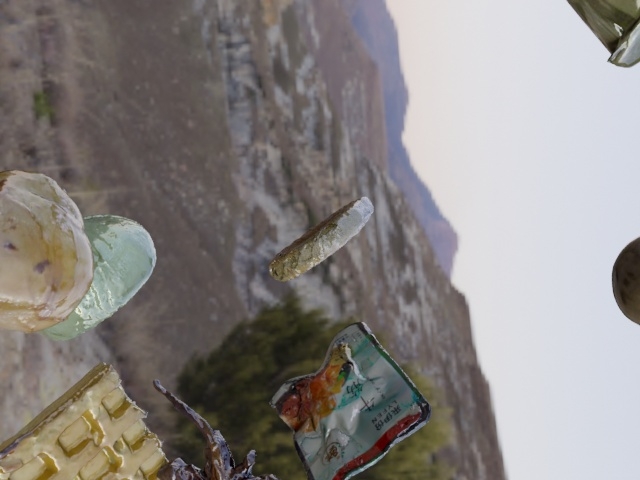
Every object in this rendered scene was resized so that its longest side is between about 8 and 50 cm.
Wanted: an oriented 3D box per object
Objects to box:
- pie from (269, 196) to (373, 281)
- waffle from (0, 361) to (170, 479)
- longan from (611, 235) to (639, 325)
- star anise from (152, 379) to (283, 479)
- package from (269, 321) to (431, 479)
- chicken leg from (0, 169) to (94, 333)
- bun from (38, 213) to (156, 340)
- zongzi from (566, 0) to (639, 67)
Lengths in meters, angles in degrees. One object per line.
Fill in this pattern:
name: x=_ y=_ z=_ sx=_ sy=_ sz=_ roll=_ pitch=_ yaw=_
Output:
pie: x=0.000 y=0.000 z=1.558 sx=0.046 sy=0.195 sz=0.195 roll=54 pitch=4 yaw=-3
waffle: x=-0.387 y=0.413 z=1.699 sx=0.304 sy=0.077 sz=0.348 roll=-40 pitch=121 yaw=-32
longan: x=0.366 y=0.041 z=1.111 sx=0.113 sy=0.092 sz=0.113 roll=179 pitch=-90 yaw=-78
star anise: x=-0.107 y=0.215 z=0.981 sx=0.191 sy=0.097 sz=0.070 roll=48 pitch=-10 yaw=15
package: x=0.024 y=0.189 z=1.212 sx=0.040 sy=0.166 sz=0.232 roll=49 pitch=2 yaw=-29
chicken leg: x=-0.206 y=-0.002 z=0.498 sx=0.085 sy=0.207 sz=0.101 roll=-53 pitch=-126 yaw=27
bun: x=-0.309 y=0.036 z=1.311 sx=0.118 sy=0.195 sz=0.195 roll=51 pitch=14 yaw=-18
zongzi: x=0.250 y=-0.401 z=0.738 sx=0.447 sy=0.418 sz=0.181 roll=-51 pitch=178 yaw=38
